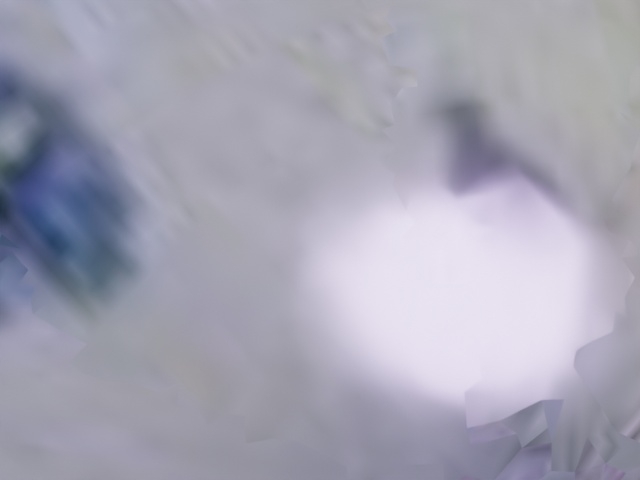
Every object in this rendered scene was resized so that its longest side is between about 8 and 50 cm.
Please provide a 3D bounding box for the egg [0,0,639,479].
[{"bbox_3d":[0.000,0.000,0.603,0.428,0.345,0.345,20,35,-28],"label":"egg"}]
